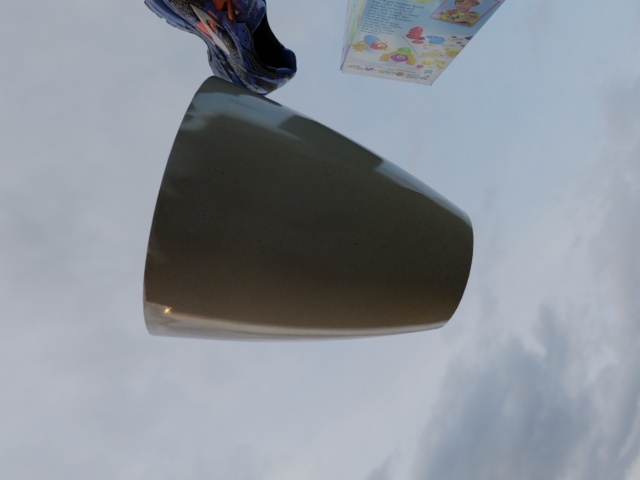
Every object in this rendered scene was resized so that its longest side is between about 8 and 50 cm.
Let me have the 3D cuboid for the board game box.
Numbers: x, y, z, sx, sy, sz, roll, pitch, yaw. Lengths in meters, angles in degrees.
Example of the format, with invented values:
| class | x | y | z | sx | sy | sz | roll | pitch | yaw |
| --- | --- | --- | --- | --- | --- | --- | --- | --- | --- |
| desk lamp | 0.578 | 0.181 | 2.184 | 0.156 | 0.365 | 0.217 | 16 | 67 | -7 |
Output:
| class | x | y | z | sx | sy | sz | roll | pitch | yaw |
| --- | --- | --- | --- | --- | --- | --- | --- | --- | --- |
| board game box | 0.120 | -0.317 | 0.583 | 0.144 | 0.275 | 0.142 | 6 | -94 | -7 |

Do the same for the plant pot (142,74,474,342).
| class | x | y | z | sx | sy | sz | roll | pitch | yaw |
| --- | --- | --- | --- | --- | --- | --- | --- | --- | --- |
| plant pot | 0.000 | 0.000 | 0.491 | 0.273 | 0.256 | 0.257 | 14 | -84 | -5 |

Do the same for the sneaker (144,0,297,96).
| class | x | y | z | sx | sy | sz | roll | pitch | yaw |
| --- | --- | --- | --- | --- | --- | --- | --- | --- | --- |
| sneaker | -0.098 | -0.236 | 0.483 | 0.221 | 0.087 | 0.083 | 41 | -122 | -47 |
